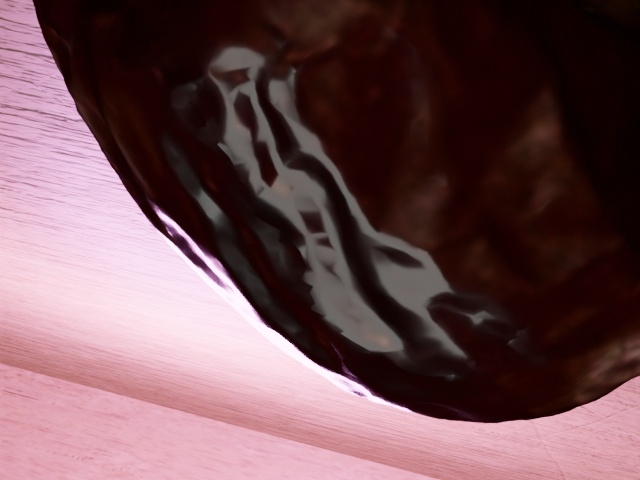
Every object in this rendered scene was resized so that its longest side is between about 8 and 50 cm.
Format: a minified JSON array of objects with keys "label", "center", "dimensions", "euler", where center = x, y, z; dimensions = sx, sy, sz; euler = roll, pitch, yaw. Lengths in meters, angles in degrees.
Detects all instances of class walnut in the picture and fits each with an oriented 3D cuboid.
[{"label":"walnut","center":[0.037,-0.072,0.613],"dimensions":[0.244,0.221,0.269],"euler":[-29,134,25]}]
